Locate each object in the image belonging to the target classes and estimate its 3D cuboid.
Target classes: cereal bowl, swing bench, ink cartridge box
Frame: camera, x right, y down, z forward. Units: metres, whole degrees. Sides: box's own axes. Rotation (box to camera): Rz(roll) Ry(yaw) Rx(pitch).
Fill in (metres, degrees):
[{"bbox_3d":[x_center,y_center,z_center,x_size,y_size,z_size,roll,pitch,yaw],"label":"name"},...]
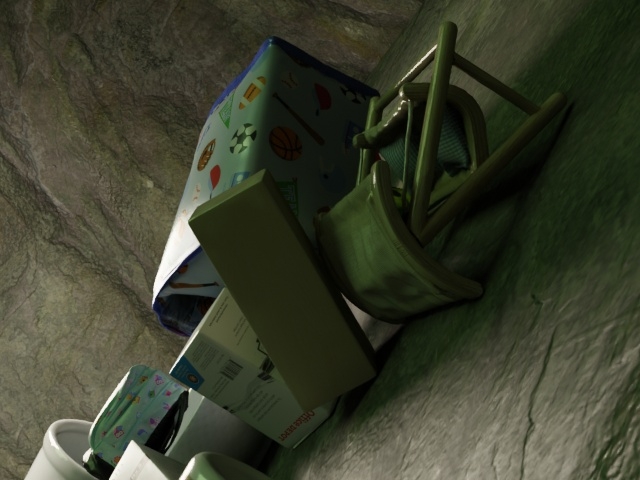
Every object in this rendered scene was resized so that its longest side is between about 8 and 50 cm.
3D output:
[{"bbox_3d":[-0.158,0.304,1.570,0.339,0.141,0.339,-58,7,12],"label":"cereal bowl"},{"bbox_3d":[0.108,-0.057,1.070,0.255,0.165,0.253,-62,7,-17],"label":"swing bench"},{"bbox_3d":[-0.083,0.176,1.303,0.148,0.203,0.086,-51,8,51],"label":"ink cartridge box"}]

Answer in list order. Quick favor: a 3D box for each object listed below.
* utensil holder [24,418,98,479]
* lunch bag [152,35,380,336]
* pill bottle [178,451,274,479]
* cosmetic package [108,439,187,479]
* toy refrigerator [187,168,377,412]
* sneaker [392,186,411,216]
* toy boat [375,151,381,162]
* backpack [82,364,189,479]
[{"bbox_3d":[-0.507,0.620,2.010,0.386,0.327,0.327,-60,6,2],"label":"utensil holder"},{"bbox_3d":[-0.100,-0.050,1.451,0.385,0.238,0.328,-34,37,49],"label":"lunch bag"},{"bbox_3d":[-0.131,0.370,1.006,0.265,0.153,0.153,-59,6,-2],"label":"pill bottle"},{"bbox_3d":[-0.196,0.379,1.255,0.151,0.151,0.183,-61,27,-8],"label":"cosmetic package"},{"bbox_3d":[-0.041,0.058,1.153,0.102,0.270,0.094,-29,11,8],"label":"toy refrigerator"},{"bbox_3d":[0.079,-0.006,1.461,0.295,0.109,0.124,147,125,-66],"label":"sneaker"},{"bbox_3d":[0.014,-0.121,1.936,0.267,0.148,0.318,-8,34,45],"label":"toy boat"},{"bbox_3d":[-0.277,0.281,1.453,0.182,0.115,0.152,-58,3,-15],"label":"backpack"}]
